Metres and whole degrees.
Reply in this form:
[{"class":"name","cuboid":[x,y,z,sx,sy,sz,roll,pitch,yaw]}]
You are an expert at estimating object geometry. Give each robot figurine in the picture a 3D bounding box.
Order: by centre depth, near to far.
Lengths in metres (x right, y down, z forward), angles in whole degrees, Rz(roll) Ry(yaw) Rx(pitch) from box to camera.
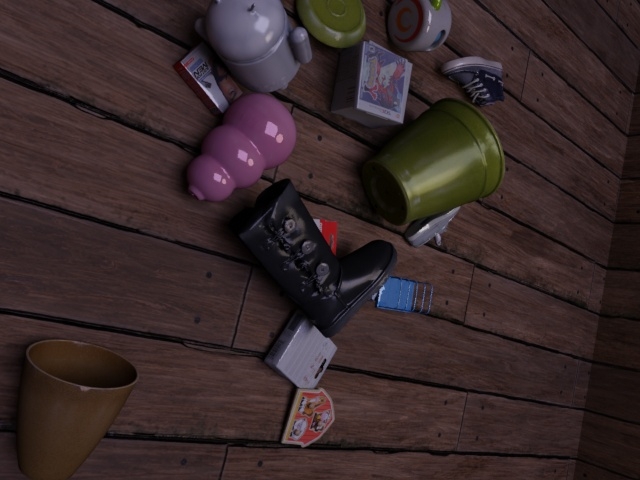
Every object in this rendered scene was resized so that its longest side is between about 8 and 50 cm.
[{"class":"robot figurine","cuboid":[-0.166,-0.513,1.407,0.353,0.299,0.200,42,57,-74]}]

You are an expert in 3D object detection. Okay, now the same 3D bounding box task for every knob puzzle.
[{"class":"knob puzzle","cuboid":[-0.021,0.554,1.718,0.213,0.030,0.213,-10,105,-39]}]

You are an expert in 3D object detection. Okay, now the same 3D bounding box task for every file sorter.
[{"class":"file sorter","cuboid":[0.294,0.190,1.915,0.170,0.104,0.118,13,84,-38]}]

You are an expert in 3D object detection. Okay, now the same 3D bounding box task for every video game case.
[{"class":"video game case","cuboid":[0.184,-0.474,1.663,0.183,0.023,0.202,8,86,-36]}]

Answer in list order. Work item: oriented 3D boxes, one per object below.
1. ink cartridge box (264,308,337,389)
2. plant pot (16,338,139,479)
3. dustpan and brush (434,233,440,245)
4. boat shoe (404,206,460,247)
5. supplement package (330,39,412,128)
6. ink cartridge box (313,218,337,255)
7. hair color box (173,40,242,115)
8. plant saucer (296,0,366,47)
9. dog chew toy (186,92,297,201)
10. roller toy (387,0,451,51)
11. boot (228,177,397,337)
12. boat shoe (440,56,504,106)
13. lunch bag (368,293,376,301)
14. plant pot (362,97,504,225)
[{"class":"ink cartridge box","cuboid":[-0.055,0.349,1.698,0.189,0.066,0.232,-57,143,-22]},{"class":"plant pot","cuboid":[-0.555,0.381,1.206,0.237,0.237,0.255,17,95,-37]},{"class":"dustpan and brush","cuboid":[0.424,-0.079,2.044,0.147,0.060,0.211,-24,100,-22]},{"class":"boat shoe","cuboid":[0.409,-0.057,1.972,0.227,0.079,0.081,-36,122,4]},{"class":"supplement package","cuboid":[0.162,-0.487,1.755,0.194,0.149,0.203,14,83,-37]},{"class":"ink cartridge box","cuboid":[-0.063,-0.001,1.645,0.231,0.078,0.134,3,92,-38]},{"class":"hair color box","cuboid":[-0.296,-0.427,1.462,0.167,0.053,0.093,50,62,-29]},{"class":"plant saucer","cuboid":[0.043,-0.702,1.675,0.240,0.037,0.241,8,72,-25]},{"class":"dog chew toy","cuboid":[-0.217,-0.232,1.448,0.332,0.206,0.207,-47,118,-18]},{"class":"roller toy","cuboid":[0.335,-0.736,1.856,0.146,0.209,0.191,-12,112,-38]},{"class":"boot","cuboid":[-0.001,0.002,1.564,0.367,0.146,0.445,-50,118,-23]},{"class":"boat shoe","cuboid":[0.593,-0.598,2.099,0.340,0.127,0.158,-10,90,-38]},{"class":"lunch bag","cuboid":[0.158,0.160,1.821,0.053,0.083,0.071,40,69,-32]},{"class":"plant pot","cuboid":[0.340,-0.229,1.808,0.353,0.366,0.367,-30,110,-21]}]
